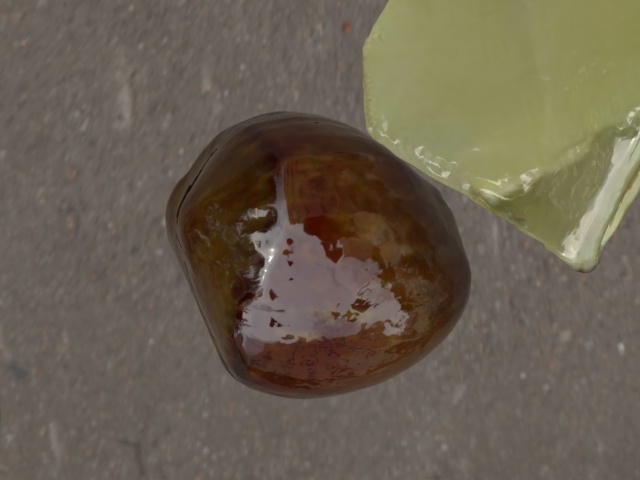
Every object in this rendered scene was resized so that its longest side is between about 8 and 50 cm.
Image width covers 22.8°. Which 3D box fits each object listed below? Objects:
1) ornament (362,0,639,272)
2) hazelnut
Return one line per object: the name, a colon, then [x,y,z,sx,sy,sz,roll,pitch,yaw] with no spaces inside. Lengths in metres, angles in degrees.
ornament: [0.117,-0.070,0.770,0.201,0.180,0.059,-22,153,36]
hazelnut: [0.000,0.000,1.161,0.218,0.234,0.218,-15,139,-13]
